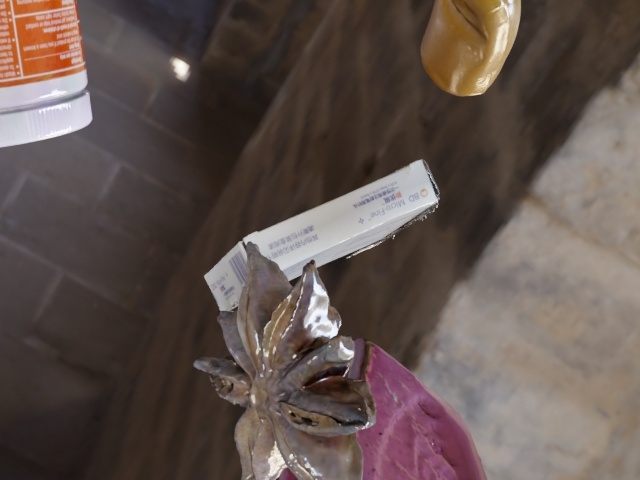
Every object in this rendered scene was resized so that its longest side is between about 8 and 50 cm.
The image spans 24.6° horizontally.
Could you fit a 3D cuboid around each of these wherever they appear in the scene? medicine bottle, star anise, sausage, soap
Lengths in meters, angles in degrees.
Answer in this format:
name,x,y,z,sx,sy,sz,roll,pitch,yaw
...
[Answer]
name,x,y,z,sx,sy,sz,roll,pitch,yaw
medicine bottle,-0.424,-0.247,1.829,0.253,0.240,0.252,-6,12,1
star anise,-0.015,0.104,0.987,0.065,0.195,0.182,-6,47,-35
medicine bottle,0.000,0.000,1.419,0.201,0.171,0.052,-24,85,-19
sausage,0.218,-0.312,2.086,0.134,0.116,0.354,61,-10,11
soap,0.062,0.259,1.409,0.220,0.127,0.325,40,27,-13
